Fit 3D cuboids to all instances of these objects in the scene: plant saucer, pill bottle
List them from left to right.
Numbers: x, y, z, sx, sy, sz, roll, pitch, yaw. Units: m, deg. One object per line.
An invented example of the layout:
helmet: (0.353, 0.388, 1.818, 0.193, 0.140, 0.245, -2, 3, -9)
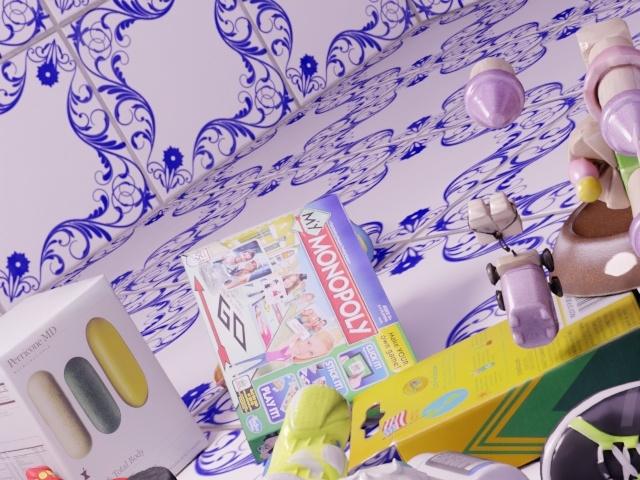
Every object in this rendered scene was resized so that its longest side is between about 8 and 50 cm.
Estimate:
pill bottle: (0.126, 0.229, 1.441, 0.078, 0.078, 0.137, -34, 14, -20)
plant saucer: (0.368, -0.039, 1.674, 0.311, 0.050, 0.310, -27, 13, 7)

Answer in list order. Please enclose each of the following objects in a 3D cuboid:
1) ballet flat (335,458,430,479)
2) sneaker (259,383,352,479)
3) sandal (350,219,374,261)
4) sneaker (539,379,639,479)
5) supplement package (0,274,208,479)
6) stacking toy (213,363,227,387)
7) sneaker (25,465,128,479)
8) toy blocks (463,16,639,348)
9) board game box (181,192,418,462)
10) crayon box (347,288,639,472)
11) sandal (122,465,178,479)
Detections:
ballet flat: (-0.075, 0.313, 1.364, 0.409, 0.147, 0.147, -27, 13, 12)
sneaker: (-0.025, 0.267, 1.669, 0.126, 0.091, 0.240, 111, -179, -45)
sandal: (0.000, 0.000, 2.532, 0.138, 0.126, 0.317, -31, 13, -24)
sneaker: (0.290, 0.156, 1.347, 0.235, 0.084, 0.097, -29, 14, 3)
supplement package: (-0.323, 0.217, 2.061, 0.198, 0.262, 0.199, -15, 19, 48)
stacking toy: (-0.066, 0.130, 2.164, 0.175, 0.166, 0.302, -52, 9, -37)
sneaker: (-0.316, 0.314, 1.902, 0.279, 0.107, 0.118, -25, 53, 31)
toy blocks: (0.267, -0.023, 1.367, 0.309, 0.288, 0.260, -16, 27, 12)
board game box: (-0.025, 0.096, 1.929, 0.213, 0.046, 0.317, -22, 46, -3)
crayon box: (0.184, 0.150, 1.613, 0.318, 0.081, 0.202, -27, 13, 11)
sandal: (-0.293, 0.388, 1.750, 0.446, 0.107, 0.167, -38, 10, 22)
